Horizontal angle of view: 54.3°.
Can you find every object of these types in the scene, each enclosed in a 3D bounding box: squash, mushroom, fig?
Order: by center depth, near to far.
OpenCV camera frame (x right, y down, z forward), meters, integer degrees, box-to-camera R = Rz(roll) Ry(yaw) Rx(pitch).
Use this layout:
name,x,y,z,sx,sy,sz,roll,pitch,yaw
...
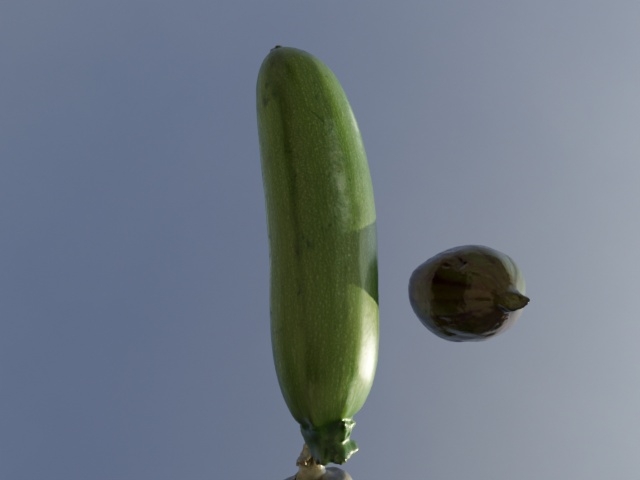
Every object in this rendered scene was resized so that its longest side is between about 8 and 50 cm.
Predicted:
name,x,y,z,sx,sy,sz,roll,pitch,yaw
squash,0.000,0.000,0.582,0.107,0.107,0.394,-7,-103,11
fig,0.154,0.055,0.618,0.109,0.155,0.103,-41,-79,-5
mushroom,-0.008,0.248,0.639,0.085,0.085,0.079,-8,-91,11
